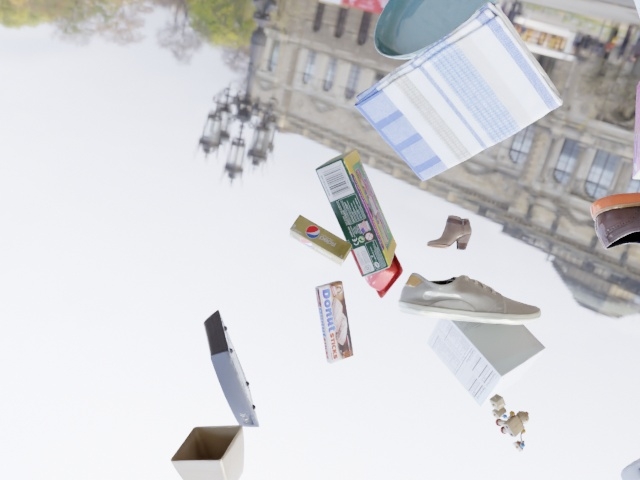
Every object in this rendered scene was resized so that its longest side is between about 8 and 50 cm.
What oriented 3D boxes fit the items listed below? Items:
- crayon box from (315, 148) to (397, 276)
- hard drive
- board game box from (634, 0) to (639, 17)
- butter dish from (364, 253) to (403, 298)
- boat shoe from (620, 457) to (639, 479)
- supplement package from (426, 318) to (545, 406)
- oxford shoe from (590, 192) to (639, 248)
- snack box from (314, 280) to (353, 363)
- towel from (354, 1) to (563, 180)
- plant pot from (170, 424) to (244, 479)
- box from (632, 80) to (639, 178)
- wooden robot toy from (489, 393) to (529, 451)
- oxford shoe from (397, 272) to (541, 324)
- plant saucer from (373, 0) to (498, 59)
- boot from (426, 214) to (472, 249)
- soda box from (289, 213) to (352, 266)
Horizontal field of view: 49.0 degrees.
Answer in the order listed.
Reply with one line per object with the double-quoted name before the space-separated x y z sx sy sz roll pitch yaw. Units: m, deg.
"crayon box" 0.122 -0.098 2.240 0.106 0.362 0.313 -22 -173 13
"hard drive" -0.209 0.305 1.631 0.054 0.254 0.172 -19 -145 -6
"board game box" 0.686 -0.556 1.356 0.275 0.142 0.144 55 -177 -29
"butter dish" 0.202 0.103 2.559 0.118 0.159 0.160 14 -144 -31
"boat shoe" 0.489 0.326 1.029 0.035 0.100 0.035 58 -156 18
"supplement package" 0.508 0.327 2.181 0.199 0.198 0.262 -24 -121 -28
"oxford shoe" 0.628 -0.033 1.243 0.272 0.098 0.097 -7 154 14
"snack box" 0.031 0.183 1.578 0.064 0.178 0.022 -14 -170 -29
"towel" 0.221 -0.231 1.147 0.209 0.285 0.034 45 -142 -21
"plant pot" -0.203 0.425 1.340 0.109 0.096 0.109 -8 -161 20
"box" 0.704 -0.248 1.383 0.118 0.213 0.243 4 172 13
"wooden robot toy" 0.511 0.470 1.856 0.079 0.173 0.076 -33 -174 -18
"oxford shoe" 0.435 0.166 1.998 0.450 0.129 0.169 8 177 -17
"plant saucer" 0.235 -0.454 1.308 0.044 0.317 0.317 39 -175 -31
"boot" 0.329 -0.022 1.789 0.119 0.086 0.042 6 170 -14
"soda box" 0.000 0.000 2.050 0.181 0.058 0.061 30 160 8
